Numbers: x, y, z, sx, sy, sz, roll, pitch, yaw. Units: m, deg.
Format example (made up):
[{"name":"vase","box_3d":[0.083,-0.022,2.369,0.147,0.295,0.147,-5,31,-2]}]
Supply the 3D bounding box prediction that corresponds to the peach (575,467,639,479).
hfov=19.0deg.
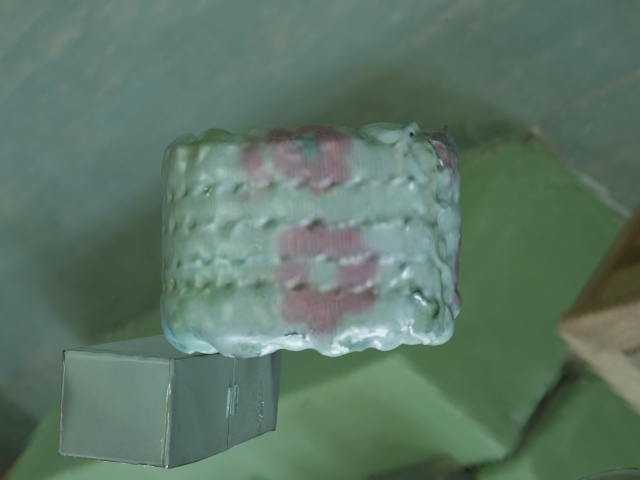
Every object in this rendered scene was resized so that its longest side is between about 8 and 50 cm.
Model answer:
[{"name":"peach","box_3d":[0.243,0.291,1.396,0.292,0.247,0.292,3,175,0]}]

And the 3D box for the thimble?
[{"name":"thimble","box_3d":[0.000,0.000,1.236,0.211,0.185,0.149,-2,88,42]}]

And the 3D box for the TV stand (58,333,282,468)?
[{"name":"TV stand","box_3d":[-0.107,0.117,1.458,0.088,0.083,0.269,3,-178,16]}]
